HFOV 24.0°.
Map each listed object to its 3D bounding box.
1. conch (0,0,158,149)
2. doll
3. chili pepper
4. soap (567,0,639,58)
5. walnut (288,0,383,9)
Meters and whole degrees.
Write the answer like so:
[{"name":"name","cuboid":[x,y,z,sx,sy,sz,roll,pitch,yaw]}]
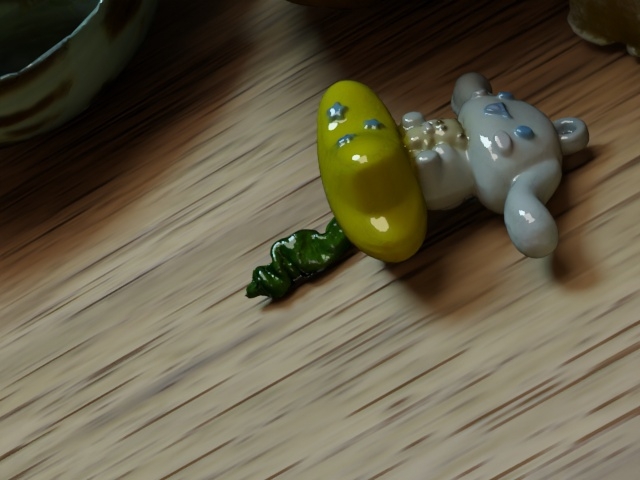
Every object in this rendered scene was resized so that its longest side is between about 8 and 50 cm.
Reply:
[{"name":"conch","cuboid":[-0.176,-0.185,0.912,0.249,0.197,0.368,29,70,26]},{"name":"doll","cuboid":[0.059,-0.026,0.633,0.113,0.071,0.135,-25,35,-20]},{"name":"chili pepper","cuboid":[0.000,0.000,0.678,0.083,0.022,0.027,-42,67,-14]},{"name":"soap","cuboid":[0.222,-0.170,0.656,0.232,0.073,0.140,-41,33,-12]},{"name":"walnut","cuboid":[0.022,-0.292,0.731,0.354,0.398,0.308,-24,71,11]}]
